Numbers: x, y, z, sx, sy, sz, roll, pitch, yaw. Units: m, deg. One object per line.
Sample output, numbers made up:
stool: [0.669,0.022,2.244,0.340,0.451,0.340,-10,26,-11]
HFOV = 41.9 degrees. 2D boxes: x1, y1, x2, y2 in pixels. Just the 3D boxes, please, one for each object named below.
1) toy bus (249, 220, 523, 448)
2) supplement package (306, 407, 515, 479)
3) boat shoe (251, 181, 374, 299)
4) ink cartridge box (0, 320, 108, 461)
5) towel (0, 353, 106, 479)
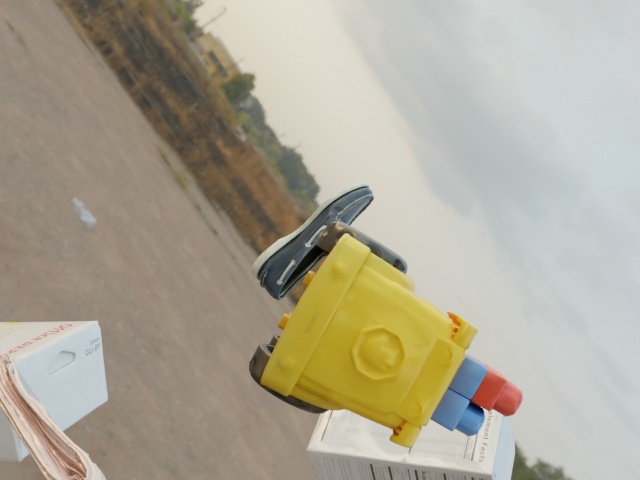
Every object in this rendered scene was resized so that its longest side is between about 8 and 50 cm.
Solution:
toy bus: [0.067,0.095,0.731,0.211,0.149,0.220,28,0,3]
supplement package: [0.127,0.284,1.121,0.139,0.244,0.134,-64,148,-44]
boat shoe: [0.000,0.000,1.423,0.079,0.254,0.095,47,-12,25]
ink cartridge box: [-0.607,0.250,1.438,0.279,0.384,0.160,-34,120,-71]
towel: [-0.277,0.319,1.007,0.317,0.053,0.332,29,-34,48]
